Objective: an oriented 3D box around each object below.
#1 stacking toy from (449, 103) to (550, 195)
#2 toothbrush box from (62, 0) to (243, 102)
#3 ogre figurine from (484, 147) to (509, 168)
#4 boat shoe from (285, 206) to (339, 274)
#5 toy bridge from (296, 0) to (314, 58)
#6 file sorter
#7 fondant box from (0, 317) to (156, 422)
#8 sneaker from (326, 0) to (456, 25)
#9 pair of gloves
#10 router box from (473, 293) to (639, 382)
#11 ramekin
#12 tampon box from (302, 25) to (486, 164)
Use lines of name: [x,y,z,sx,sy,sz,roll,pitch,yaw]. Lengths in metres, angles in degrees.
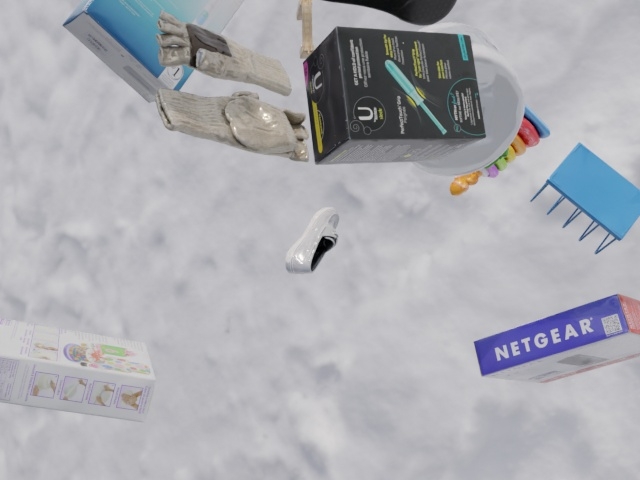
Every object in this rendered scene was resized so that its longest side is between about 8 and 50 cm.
stacking toy: [0.455,-0.234,1.962,0.302,0.166,0.175,-50,17,-1]
toothbrush box: [-0.298,-0.446,1.377,0.126,0.216,0.295,4,58,53]
ogre figurine: [0.311,-0.198,1.572,0.096,0.118,0.197,-65,16,11]
boat shoe: [0.000,0.000,1.388,0.063,0.184,0.066,10,125,27]
toy bridge: [-0.031,-0.438,1.379,0.063,0.026,0.188,126,139,-74]
file sorter: [0.508,-0.074,1.390,0.170,0.118,0.104,41,155,9]
fondant box: [-0.504,0.248,1.426,0.238,0.330,0.096,-152,76,-70]
sneaker: [0.024,-0.335,0.814,0.090,0.270,0.145,-53,44,35]
pair of gloves: [-0.111,-0.196,0.930,0.042,0.204,0.240,-54,36,35]
router box: [0.554,0.223,1.578,0.335,0.301,0.082,-27,62,37]
ramekin: [0.246,-0.255,1.374,0.135,0.277,0.277,-108,34,-57]
tampon box: [0.076,-0.152,0.789,0.101,0.161,0.120,156,109,-67]
